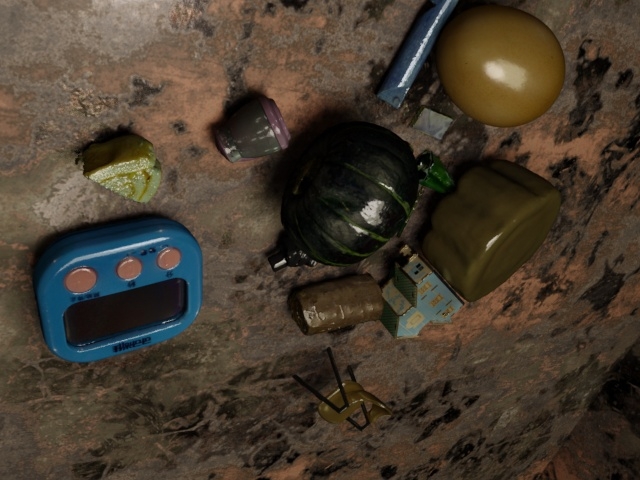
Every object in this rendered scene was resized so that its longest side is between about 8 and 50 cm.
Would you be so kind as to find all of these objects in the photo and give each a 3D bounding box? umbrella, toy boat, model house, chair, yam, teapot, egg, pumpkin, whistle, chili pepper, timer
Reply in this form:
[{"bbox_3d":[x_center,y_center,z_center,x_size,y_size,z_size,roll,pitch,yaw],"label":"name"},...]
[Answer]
[{"bbox_3d":[0.001,-0.001,1.734,0.273,0.122,0.110,-29,104,-6],"label":"umbrella"},{"bbox_3d":[0.271,-0.285,1.749,0.115,0.016,0.063,14,117,-41],"label":"toy boat"},{"bbox_3d":[0.241,0.157,1.982,0.206,0.178,0.271,-45,140,4],"label":"model house"},{"bbox_3d":[0.070,0.448,2.057,0.172,0.247,0.158,-39,137,1],"label":"chair"},{"bbox_3d":[0.037,0.169,1.883,0.239,0.129,0.128,-12,130,-28],"label":"yam"},{"bbox_3d":[-0.143,-0.218,1.465,0.146,0.148,0.116,-25,101,0],"label":"teapot"},{"bbox_3d":[0.389,-0.381,1.577,0.323,0.250,0.250,15,115,-40],"label":"egg"},{"bbox_3d":[0.064,-0.100,1.538,0.241,0.323,0.323,36,101,-21],"label":"pumpkin"},{"bbox_3d":[0.217,-0.430,1.554,0.062,0.062,0.304,10,119,-40],"label":"whistle"},{"bbox_3d":[0.321,-0.157,1.867,0.227,0.059,0.088,22,97,-48],"label":"chili pepper"},{"bbox_3d":[-0.419,0.102,1.513,0.340,0.115,0.308,-14,131,-26],"label":"timer"}]

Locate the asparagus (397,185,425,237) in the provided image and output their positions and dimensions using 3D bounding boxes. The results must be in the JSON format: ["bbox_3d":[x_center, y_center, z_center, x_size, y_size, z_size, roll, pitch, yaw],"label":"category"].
[{"bbox_3d":[0.240,-0.075,1.907,0.013,0.016,0.166,25,116,-1],"label":"asparagus"}]

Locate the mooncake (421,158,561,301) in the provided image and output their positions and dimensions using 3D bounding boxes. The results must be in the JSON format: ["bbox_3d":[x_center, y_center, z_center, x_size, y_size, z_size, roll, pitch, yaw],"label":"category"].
[{"bbox_3d":[0.446,-0.031,1.921,0.379,0.201,0.378,-33,150,-22],"label":"mooncake"}]

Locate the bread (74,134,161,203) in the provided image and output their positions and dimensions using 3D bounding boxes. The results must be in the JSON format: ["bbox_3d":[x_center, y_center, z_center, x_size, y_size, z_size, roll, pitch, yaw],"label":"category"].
[{"bbox_3d":[-0.365,-0.146,1.350,0.110,0.103,0.156,-46,144,15],"label":"bread"}]
